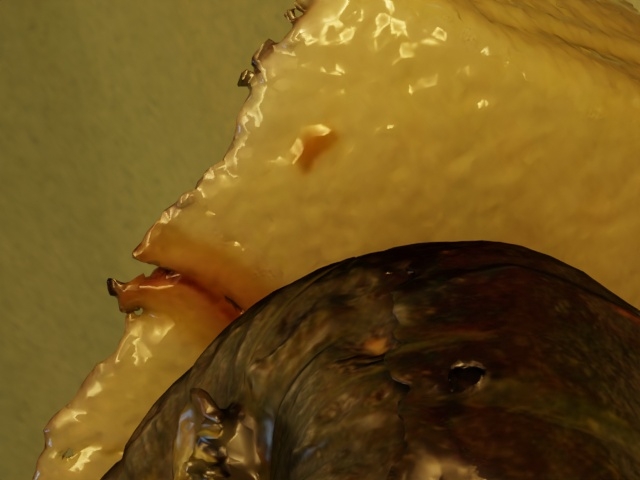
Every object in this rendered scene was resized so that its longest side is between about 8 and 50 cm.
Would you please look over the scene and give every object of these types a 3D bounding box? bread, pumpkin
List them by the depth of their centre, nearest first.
[{"bbox_3d":[0.008,0.110,0.519,0.159,0.238,0.238,36,80,-14],"label":"pumpkin"},{"bbox_3d":[0.000,0.000,0.669,0.240,0.178,0.135,-55,35,19],"label":"bread"}]
